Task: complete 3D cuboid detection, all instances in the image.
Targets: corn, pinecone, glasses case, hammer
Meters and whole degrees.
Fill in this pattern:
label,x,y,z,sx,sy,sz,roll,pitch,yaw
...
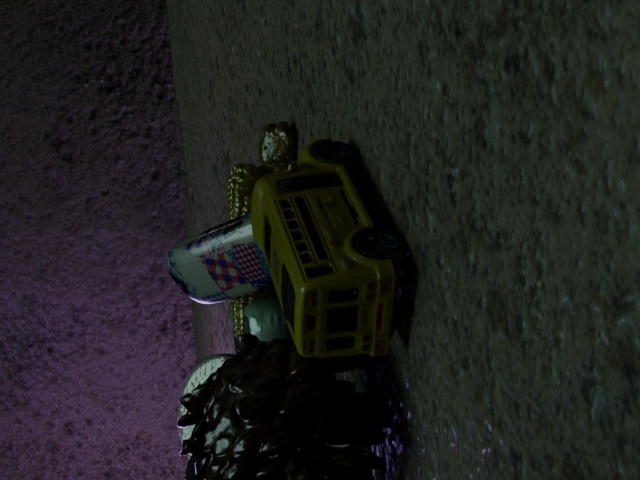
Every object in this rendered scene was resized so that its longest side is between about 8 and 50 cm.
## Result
label,x,y,z,sx,sy,sz,roll,pitch,yaw
corn,-0.112,0.039,1.925,0.120,0.120,0.363,-168,72,-76
pinecone,-0.038,0.255,1.398,0.242,0.298,0.296,39,-151,-43
glasses case,-0.140,0.030,1.801,0.327,0.076,0.125,-19,115,42
hammer,-0.037,0.228,1.730,0.335,0.119,0.206,-141,45,-63

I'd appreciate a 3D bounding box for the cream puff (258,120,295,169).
label,x,y,z,sx,sy,sz,roll,pitch,yaw
cream puff,-0.071,-0.165,1.833,0.058,0.083,0.083,-16,-89,-59

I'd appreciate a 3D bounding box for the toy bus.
label,x,y,z,sx,sy,sz,roll,pitch,yaw
toy bus,0.000,0.000,1.366,0.331,0.151,0.145,-114,21,-53

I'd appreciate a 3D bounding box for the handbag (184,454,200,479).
label,x,y,z,sx,sy,sz,roll,pitch,yaw
handbag,-0.118,0.358,1.641,0.260,0.079,0.247,-81,-20,-54

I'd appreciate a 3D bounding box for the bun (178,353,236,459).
label,x,y,z,sx,sy,sz,roll,pitch,yaw
bun,-0.148,0.357,2.144,0.263,0.175,0.263,-2,87,40

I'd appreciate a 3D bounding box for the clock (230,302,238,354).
label,x,y,z,sx,sy,sz,roll,pitch,yaw
clock,-0.166,0.176,2.380,0.215,0.042,0.215,175,90,-77
